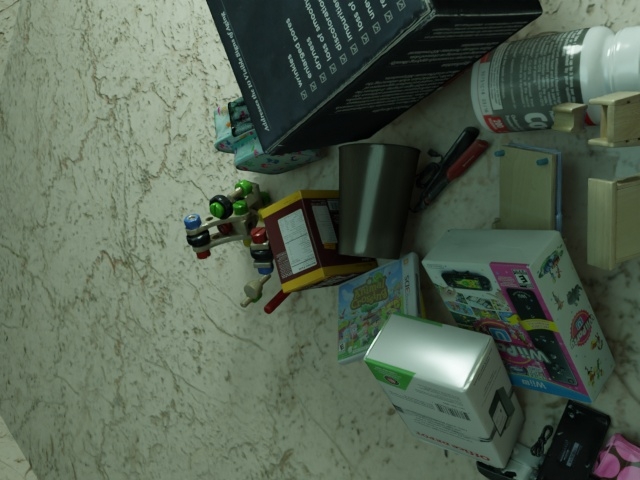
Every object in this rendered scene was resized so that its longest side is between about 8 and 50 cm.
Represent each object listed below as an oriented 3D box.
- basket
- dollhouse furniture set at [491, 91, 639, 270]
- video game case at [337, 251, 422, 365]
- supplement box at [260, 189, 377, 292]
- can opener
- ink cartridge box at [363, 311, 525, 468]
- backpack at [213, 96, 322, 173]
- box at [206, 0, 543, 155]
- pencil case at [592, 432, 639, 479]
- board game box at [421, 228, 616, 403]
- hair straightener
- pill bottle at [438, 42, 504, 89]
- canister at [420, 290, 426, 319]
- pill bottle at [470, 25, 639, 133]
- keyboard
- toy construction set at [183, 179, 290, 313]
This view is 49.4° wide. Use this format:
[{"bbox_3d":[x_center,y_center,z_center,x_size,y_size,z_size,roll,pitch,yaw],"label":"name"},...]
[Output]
[{"bbox_3d":[0.110,-0.077,1.451,0.204,0.154,0.226,6,90,60],"label":"basket"},{"bbox_3d":[0.444,-0.115,1.184,0.303,0.198,0.286,25,124,60],"label":"dollhouse furniture set"},{"bbox_3d":[0.120,0.144,1.462,0.212,0.023,0.193,-27,47,36],"label":"video game case"},{"bbox_3d":[0.000,0.000,1.550,0.129,0.191,0.194,-24,77,40],"label":"supplement box"},{"bbox_3d":[0.426,0.448,1.307,0.280,0.074,0.093,16,138,41],"label":"can opener"},{"bbox_3d":[0.238,0.281,1.302,0.211,0.121,0.289,11,145,38],"label":"ink cartridge box"},{"bbox_3d":[-0.123,-0.254,1.619,0.254,0.225,0.191,-4,86,45],"label":"backpack"},{"bbox_3d":[0.042,-0.472,1.219,0.472,0.297,0.479,-29,79,50],"label":"box"},{"bbox_3d":[0.565,0.404,1.157,0.209,0.095,0.098,26,145,35],"label":"pencil case"},{"bbox_3d":[0.342,0.125,1.201,0.224,0.097,0.303,3,132,52],"label":"board game box"},{"bbox_3d":[0.247,-0.146,1.432,0.230,0.047,0.089,-55,43,36],"label":"hair straightener"},{"bbox_3d":[0.240,-0.371,1.360,0.216,0.121,0.121,-31,73,39],"label":"pill bottle"},{"bbox_3d":[0.141,0.172,1.505,0.170,0.073,0.126,-29,53,37],"label":"canister"},{"bbox_3d":[0.417,-0.272,1.186,0.283,0.161,0.161,2,95,41],"label":"pill bottle"},{"bbox_3d":[0.440,0.380,1.259,0.108,0.023,0.180,20,77,32],"label":"keyboard"},{"bbox_3d":[-0.146,-0.009,1.689,0.257,0.237,0.308,-17,108,42],"label":"toy construction set"}]
